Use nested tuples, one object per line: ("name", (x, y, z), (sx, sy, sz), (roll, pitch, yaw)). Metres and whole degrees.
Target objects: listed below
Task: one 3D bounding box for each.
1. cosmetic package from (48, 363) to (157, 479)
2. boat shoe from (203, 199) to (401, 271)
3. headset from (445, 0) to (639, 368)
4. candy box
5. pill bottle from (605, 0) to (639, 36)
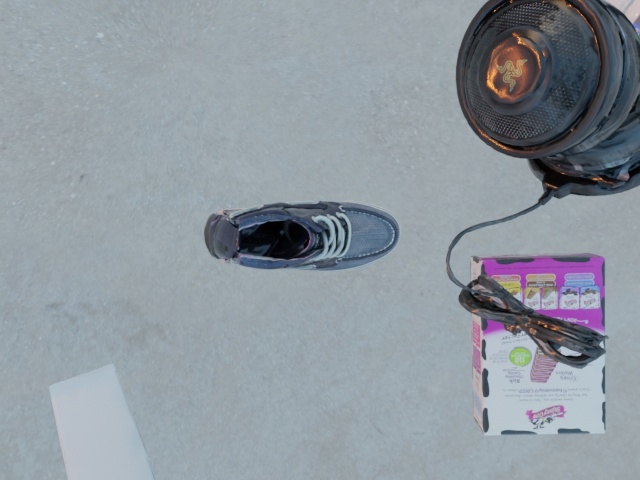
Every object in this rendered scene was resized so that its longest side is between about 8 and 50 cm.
("cosmetic package", (-0.245, 0.397, 0.772), (0.098, 0.284, 0.377), (-16, 125, -22))
("boat shoe", (0.000, 0.000, 0.924), (0.341, 0.158, 0.127), (-4, 97, -21))
("headset", (0.232, -0.104, 0.484), (0.243, 0.185, 0.394), (17, 102, -47))
("candy box", (0.287, 0.135, 0.782), (0.159, 0.071, 0.233), (-1, 93, 3))
("pill bottle", (0.393, -0.240, 0.664), (0.078, 0.078, 0.137), (-45, 70, 2))
